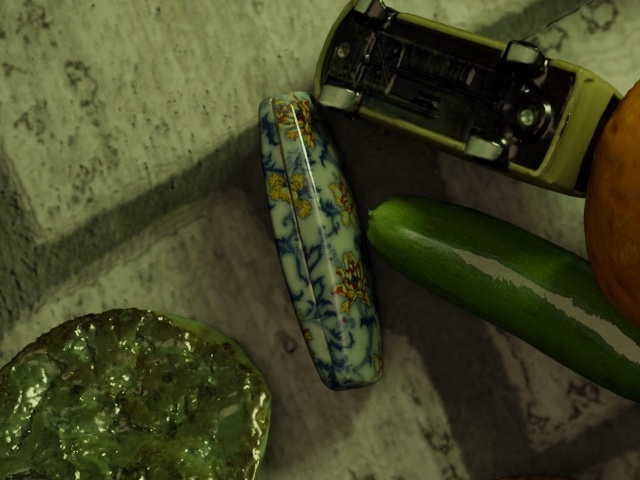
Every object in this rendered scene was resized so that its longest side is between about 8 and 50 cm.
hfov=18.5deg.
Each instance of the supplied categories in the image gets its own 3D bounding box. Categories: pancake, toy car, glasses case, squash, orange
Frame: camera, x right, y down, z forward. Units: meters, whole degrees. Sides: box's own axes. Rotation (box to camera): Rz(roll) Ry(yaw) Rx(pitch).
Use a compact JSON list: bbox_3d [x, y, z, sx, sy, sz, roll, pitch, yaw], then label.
[{"bbox_3d":[-0.159,0.160,1.610,0.253,0.037,0.254,-4,57,6],"label":"pancake"},{"bbox_3d":[0.117,-0.112,1.552,0.256,0.124,0.101,24,92,41],"label":"toy car"},{"bbox_3d":[0.000,0.000,1.598,0.065,0.087,0.248,-15,82,19],"label":"glasses case"},{"bbox_3d":[0.170,0.040,1.547,0.292,0.082,0.082,29,94,17],"label":"squash"},{"bbox_3d":[0.314,-0.028,1.425,0.246,0.246,0.246,-1,86,16],"label":"orange"}]

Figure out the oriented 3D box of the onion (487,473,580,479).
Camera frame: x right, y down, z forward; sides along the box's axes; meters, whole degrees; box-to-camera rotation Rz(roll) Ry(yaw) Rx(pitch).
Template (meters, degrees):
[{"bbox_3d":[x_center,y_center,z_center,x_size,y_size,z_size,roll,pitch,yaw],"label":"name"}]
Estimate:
[{"bbox_3d":[0.158,0.288,1.492,0.230,0.163,0.230,0,87,8],"label":"onion"}]
